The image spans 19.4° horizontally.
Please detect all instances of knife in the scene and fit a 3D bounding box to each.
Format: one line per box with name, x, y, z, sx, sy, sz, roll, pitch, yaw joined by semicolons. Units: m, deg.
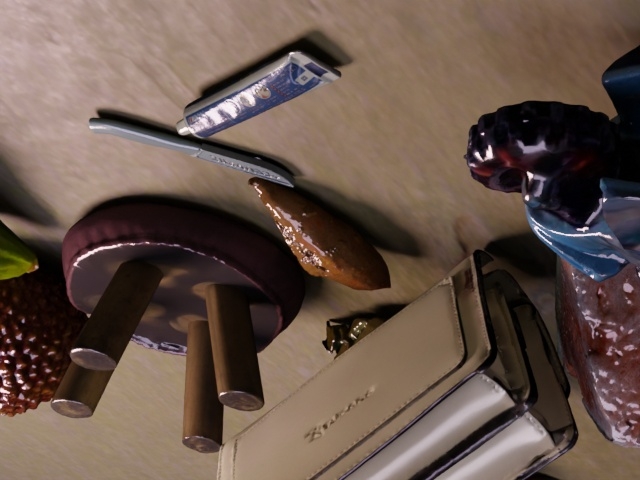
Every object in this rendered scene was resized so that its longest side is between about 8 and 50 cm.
knife;-0.124;-0.089;1.825;0.210;0.015;0.028;15;146;-5

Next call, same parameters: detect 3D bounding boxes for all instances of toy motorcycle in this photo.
toy motorcycle;0.331;-0.058;1.553;0.416;0.172;0.232;-3;156;11

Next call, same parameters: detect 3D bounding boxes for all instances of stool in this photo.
stool;-0.162;0.096;2.010;0.272;0.178;0.272;9;152;5

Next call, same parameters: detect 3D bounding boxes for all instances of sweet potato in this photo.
sweet potato;0.000;0.000;1.893;0.068;0.060;0.206;-38;120;15

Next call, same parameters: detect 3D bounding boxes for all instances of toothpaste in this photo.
toothpaste;-0.066;-0.131;1.701;0.057;0.034;0.197;27;147;-36

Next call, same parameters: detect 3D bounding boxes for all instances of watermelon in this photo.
watermelon;0.316;0.089;1.769;0.213;0.201;0.261;-2;146;11

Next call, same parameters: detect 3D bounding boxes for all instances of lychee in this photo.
lychee;-0.354;0.110;2.130;0.188;0.188;0.188;10;152;5

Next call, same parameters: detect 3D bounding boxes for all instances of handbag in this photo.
handbag;0.068;0.196;1.873;0.358;0.236;0.160;-38;119;18

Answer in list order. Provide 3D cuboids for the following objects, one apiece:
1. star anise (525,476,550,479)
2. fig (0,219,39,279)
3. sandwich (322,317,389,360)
star anise;0.241;0.341;2.391;0.157;0.053;0.212;-5;124;-29
fig;-0.428;-0.012;1.982;0.167;0.167;0.233;-11;-179;38
sandwich;0.130;0.207;2.058;0.212;0.292;0.109;12;142;-31
